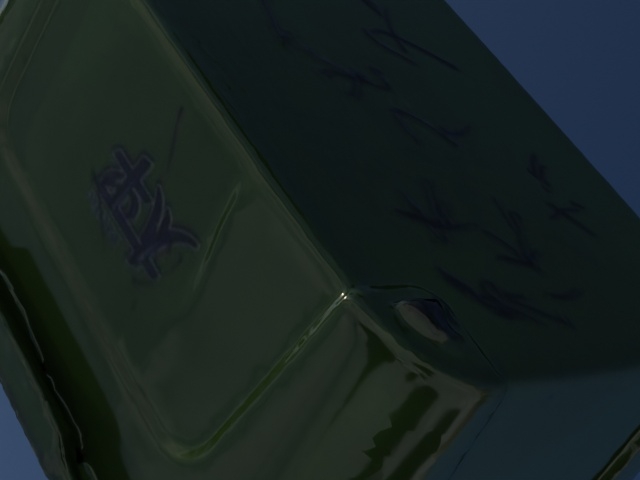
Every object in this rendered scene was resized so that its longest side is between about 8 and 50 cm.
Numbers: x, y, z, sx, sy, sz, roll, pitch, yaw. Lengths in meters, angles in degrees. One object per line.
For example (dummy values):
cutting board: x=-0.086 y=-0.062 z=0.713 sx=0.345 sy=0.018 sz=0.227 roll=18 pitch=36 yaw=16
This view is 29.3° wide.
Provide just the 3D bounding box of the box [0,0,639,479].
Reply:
box: x=0.000 y=0.000 z=0.521 sx=0.178 sy=0.252 sz=0.329 roll=-53 pitch=-124 yaw=31
